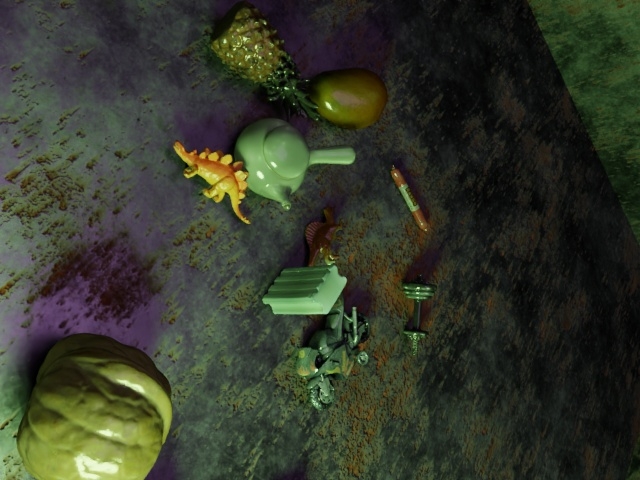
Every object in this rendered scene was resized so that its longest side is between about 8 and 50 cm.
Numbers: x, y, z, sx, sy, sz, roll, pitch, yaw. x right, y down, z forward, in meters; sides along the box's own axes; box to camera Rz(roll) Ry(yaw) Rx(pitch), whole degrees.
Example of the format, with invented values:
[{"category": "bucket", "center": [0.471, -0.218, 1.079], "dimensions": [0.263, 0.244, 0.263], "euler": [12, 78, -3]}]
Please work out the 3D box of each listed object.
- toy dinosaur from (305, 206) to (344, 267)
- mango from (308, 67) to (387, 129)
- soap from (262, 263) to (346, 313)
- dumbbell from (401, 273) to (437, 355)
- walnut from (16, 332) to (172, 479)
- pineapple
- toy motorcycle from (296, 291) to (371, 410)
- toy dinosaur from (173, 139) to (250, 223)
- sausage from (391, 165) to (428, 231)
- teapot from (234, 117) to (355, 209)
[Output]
[{"category": "toy dinosaur", "center": [0.001, -0.001, 1.740], "dimensions": [0.212, 0.057, 0.142], "euler": [-32, 95, -41]}, {"category": "mango", "center": [0.083, -0.403, 1.806], "dimensions": [0.255, 0.139, 0.175], "euler": [-17, 85, -34]}, {"category": "soap", "center": [-0.042, 0.125, 1.588], "dimensions": [0.066, 0.198, 0.119], "euler": [52, 54, -26]}, {"category": "dumbbell", "center": [0.301, 0.229, 1.956], "dimensions": [0.110, 0.110, 0.254], "euler": [5, 88, -42]}, {"category": "walnut", "center": [-0.418, 0.331, 1.188], "dimensions": [0.285, 0.285, 0.296], "euler": [50, 20, -26]}, {"category": "pineapple", "center": [-0.120, -0.438, 1.604], "dimensions": [0.340, 0.169, 0.169], "euler": [41, 60, -29]}, {"category": "toy motorcycle", "center": [0.030, 0.296, 1.699], "dimensions": [0.173, 0.108, 0.307], "euler": [45, 55, -22]}, {"category": "toy dinosaur", "center": [-0.233, -0.152, 1.510], "dimensions": [0.117, 0.070, 0.288], "euler": [-44, 122, 5]}, {"category": "sausage", "center": [0.287, -0.134, 2.025], "dimensions": [0.034, 0.034, 0.253], "euler": [-47, 115, -35]}, {"category": "teapot", "center": [-0.073, -0.233, 1.634], "dimensions": [0.318, 0.149, 0.219], "euler": [-40, 112, -36]}]
